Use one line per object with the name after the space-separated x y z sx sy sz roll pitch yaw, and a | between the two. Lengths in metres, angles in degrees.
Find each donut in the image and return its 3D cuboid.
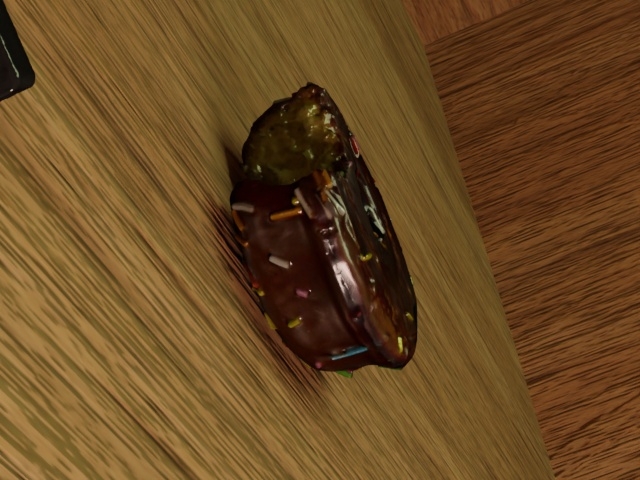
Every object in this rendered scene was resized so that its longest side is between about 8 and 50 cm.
0.001 0.001 1.080 0.230 0.096 0.216 -99 165 -47 | donut

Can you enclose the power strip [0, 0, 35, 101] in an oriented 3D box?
-0.171 -0.115 0.652 0.029 0.038 0.111 -42 111 -79 | power strip
